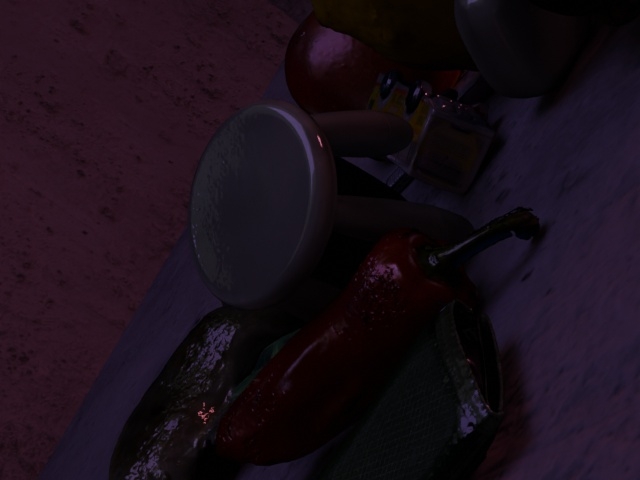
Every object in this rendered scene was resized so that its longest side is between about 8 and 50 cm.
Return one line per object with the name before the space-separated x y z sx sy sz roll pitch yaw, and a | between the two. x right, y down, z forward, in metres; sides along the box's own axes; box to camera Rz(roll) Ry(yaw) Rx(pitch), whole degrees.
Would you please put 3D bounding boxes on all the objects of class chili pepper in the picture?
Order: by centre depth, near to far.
chili pepper | 0.034 0.092 1.067 0.387 0.110 0.110 -46 14 28

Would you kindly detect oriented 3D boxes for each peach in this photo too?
peach | 0.072 -0.235 1.686 0.275 0.245 0.249 -99 15 -59

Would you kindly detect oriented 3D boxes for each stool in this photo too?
stool | 0.003 -0.026 1.159 0.195 0.198 0.195 -50 52 30

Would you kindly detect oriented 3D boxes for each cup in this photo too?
cup | 0.010 0.005 1.447 0.166 0.239 0.177 27 87 37

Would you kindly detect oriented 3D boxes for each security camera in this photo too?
security camera | 0.163 -0.277 1.148 0.080 0.301 0.157 7 52 45

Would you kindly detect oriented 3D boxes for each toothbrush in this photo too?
toothbrush | 0.180 -0.165 1.419 0.354 0.024 0.029 -47 21 38

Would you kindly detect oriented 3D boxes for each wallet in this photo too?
wallet | 0.056 0.171 0.895 0.236 0.055 0.160 -57 13 22

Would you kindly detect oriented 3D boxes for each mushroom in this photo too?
mushroom | -0.148 0.207 1.454 0.344 0.130 0.247 -60 8 -20

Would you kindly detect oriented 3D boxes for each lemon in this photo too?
lemon | 0.143 -0.381 1.395 0.387 0.350 0.350 -45 12 2

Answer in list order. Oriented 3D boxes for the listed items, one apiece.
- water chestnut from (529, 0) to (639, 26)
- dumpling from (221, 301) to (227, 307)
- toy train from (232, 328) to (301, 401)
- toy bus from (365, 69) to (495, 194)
water chestnut | 0.250 -0.313 1.034 0.223 0.223 0.238 160 101 -71
dumpling | -0.058 -0.008 1.600 0.132 0.162 0.250 16 63 45
toy train | -0.024 0.129 1.225 0.149 0.081 0.099 -18 -11 -36
toy bus | 0.115 -0.127 1.363 0.268 0.092 0.106 -126 57 -72
